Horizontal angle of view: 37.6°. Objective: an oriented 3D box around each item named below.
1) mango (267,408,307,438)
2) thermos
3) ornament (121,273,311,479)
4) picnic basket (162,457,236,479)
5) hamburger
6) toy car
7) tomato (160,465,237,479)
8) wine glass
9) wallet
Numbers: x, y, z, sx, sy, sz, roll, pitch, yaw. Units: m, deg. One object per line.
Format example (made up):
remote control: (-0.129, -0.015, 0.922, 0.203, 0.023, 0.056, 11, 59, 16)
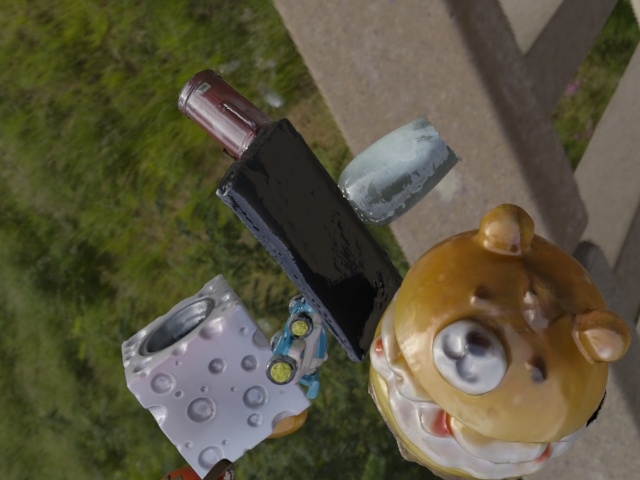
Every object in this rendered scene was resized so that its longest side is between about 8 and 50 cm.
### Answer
mango: (-0.132, 0.378, 2.008, 0.217, 0.141, 0.102, -10, 108, 11)
thermos: (-0.132, -0.190, 1.578, 0.232, 0.099, 0.124, 41, 166, 25)
ornament: (-0.199, 0.244, 1.735, 0.240, 0.239, 0.239, 56, 175, -18)
picnic basket: (-0.188, 0.412, 1.446, 0.137, 0.178, 0.128, 28, 136, 11)
hamburger: (0.195, 0.109, 1.016, 0.276, 0.276, 0.237, 34, 145, 5)
toy car: (-0.020, 0.159, 1.502, 0.098, 0.126, 0.161, 26, 104, -9)
tomato: (-0.257, 0.606, 1.982, 0.255, 0.256, 0.224, -8, 155, 36)
wine glass: (0.096, -0.087, 1.359, 0.204, 0.111, 0.111, -40, 100, 5)
wallet: (-0.001, 0.000, 1.098, 0.030, 0.146, 0.285, -11, 125, 44)
